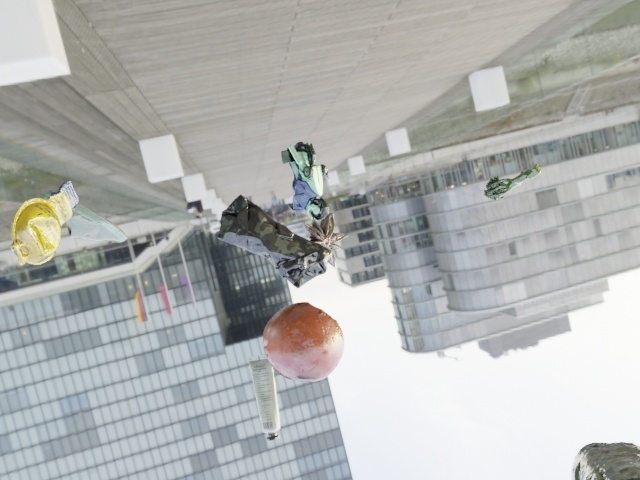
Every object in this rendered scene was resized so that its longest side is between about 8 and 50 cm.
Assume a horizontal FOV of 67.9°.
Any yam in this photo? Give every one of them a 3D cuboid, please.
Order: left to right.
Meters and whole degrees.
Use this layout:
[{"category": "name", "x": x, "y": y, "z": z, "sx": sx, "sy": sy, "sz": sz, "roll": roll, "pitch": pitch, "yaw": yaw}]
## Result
[{"category": "yam", "x": 0.577, "y": 0.487, "z": 0.866, "sx": 0.195, "sy": 0.195, "sz": 0.300, "roll": -13, "pitch": 168, "yaw": 18}]

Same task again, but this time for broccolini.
[{"category": "broccolini", "x": 0.506, "y": -0.161, "z": 1.244, "sx": 0.058, "sy": 0.067, "sz": 0.216, "roll": -54, "pitch": 180, "yaw": -18}]

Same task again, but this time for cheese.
[{"category": "cheese", "x": -0.634, "y": -0.043, "z": 1.102, "sx": 0.064, "sy": 0.157, "sz": 0.250, "roll": 4, "pitch": -140, "yaw": 7}]

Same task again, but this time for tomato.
[{"category": "tomato", "x": -0.046, "y": 0.265, "z": 1.215, "sx": 0.184, "sy": 0.208, "sz": 0.208, "roll": -50, "pitch": -162, "yaw": -22}]

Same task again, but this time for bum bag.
[{"category": "bum bag", "x": -0.134, "y": 0.009, "z": 1.353, "sx": 0.144, "sy": 0.340, "sz": 0.095, "roll": -58, "pitch": -177, "yaw": -7}]

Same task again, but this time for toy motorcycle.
[{"category": "toy motorcycle", "x": -0.066, "y": -0.239, "z": 1.975, "sx": 0.196, "sy": 0.332, "sz": 0.125, "roll": -8, "pitch": -171, "yaw": 43}]

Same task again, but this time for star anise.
[{"category": "star anise", "x": 0.000, "y": 0.000, "z": 1.501, "sx": 0.182, "sy": 0.195, "sz": 0.065, "roll": 30, "pitch": 169, "yaw": -37}]

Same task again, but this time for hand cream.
[{"category": "hand cream", "x": -0.155, "y": 0.444, "z": 1.351, "sx": 0.080, "sy": 0.234, "sz": 0.050, "roll": -15, "pitch": 169, "yaw": 24}]

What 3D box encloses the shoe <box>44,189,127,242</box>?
[{"category": "shoe", "x": -0.696, "y": -0.048, "z": 1.392, "sx": 0.103, "sy": 0.251, "sz": 0.100, "roll": 6, "pitch": -117, "yaw": 59}]
